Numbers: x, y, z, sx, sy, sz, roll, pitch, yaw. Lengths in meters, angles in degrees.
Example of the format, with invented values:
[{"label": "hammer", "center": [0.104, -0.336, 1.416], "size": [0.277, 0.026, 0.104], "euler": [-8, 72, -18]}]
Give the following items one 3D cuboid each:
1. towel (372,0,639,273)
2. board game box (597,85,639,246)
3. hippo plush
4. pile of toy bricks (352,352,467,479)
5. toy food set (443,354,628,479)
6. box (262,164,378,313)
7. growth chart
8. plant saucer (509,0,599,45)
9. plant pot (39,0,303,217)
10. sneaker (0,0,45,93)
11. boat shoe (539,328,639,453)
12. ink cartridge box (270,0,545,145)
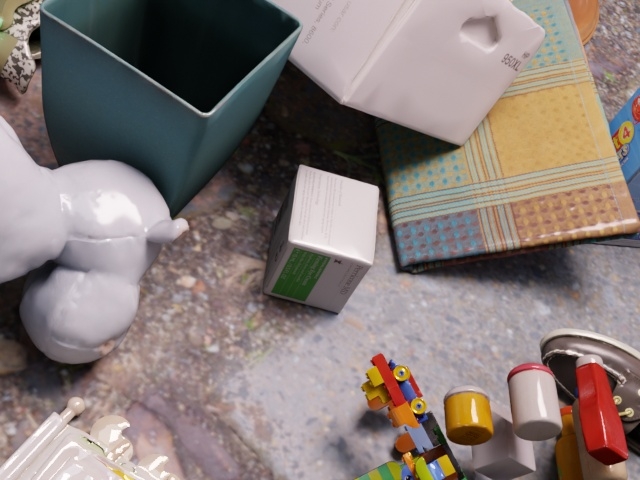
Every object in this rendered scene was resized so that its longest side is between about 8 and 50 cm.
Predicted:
[{"label": "towel", "center": [0.199, -0.139, 1.049], "size": [0.271, 0.040, 0.370], "euler": [-9, 56, 5]}, {"label": "board game box", "center": [0.490, -0.106, 1.032], "size": [0.308, 0.302, 0.086], "euler": [5, 53, -19]}, {"label": "hippo plush", "center": [-0.259, -0.017, 0.739], "size": [0.236, 0.294, 0.234], "euler": [14, 2, -43]}, {"label": "pile of toy bricks", "center": [0.071, 0.213, 0.770], "size": [0.105, 0.118, 0.212], "euler": [-28, 77, 2]}, {"label": "toy food set", "center": [0.205, 0.157, 0.796], "size": [0.232, 0.111, 0.105], "euler": [32, 42, -32]}, {"label": "box", "center": [0.000, 0.000, 0.885], "size": [0.087, 0.101, 0.102], "euler": [15, 52, -12]}, {"label": "growth chart", "center": [-0.165, 0.243, 0.687], "size": [0.237, 0.021, 0.172], "euler": [42, 50, 11]}, {"label": "plant saucer", "center": [0.330, -0.367, 1.297], "size": [0.199, 0.037, 0.200], "euler": [5, 72, -17]}, {"label": "plant pot", "center": [-0.154, -0.122, 0.827], "size": [0.165, 0.234, 0.166], "euler": [33, 49, 5]}, {"label": "sneaker", "center": [-0.354, -0.239, 0.902], "size": [0.410, 0.158, 0.182], "euler": [-12, 69, -26]}, {"label": "boat shoe", "center": [0.322, 0.172, 0.898], "size": [0.227, 0.081, 0.069], "euler": [31, 45, -1]}, {"label": "ink cartridge box", "center": [0.012, -0.295, 0.961], "size": [0.395, 0.166, 0.285], "euler": [45, 21, 27]}]
